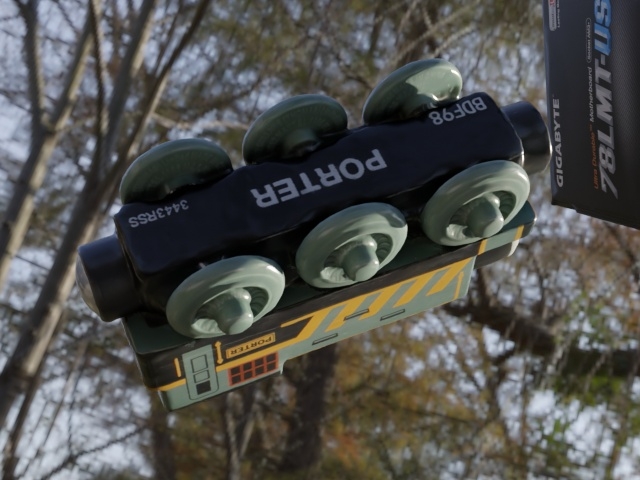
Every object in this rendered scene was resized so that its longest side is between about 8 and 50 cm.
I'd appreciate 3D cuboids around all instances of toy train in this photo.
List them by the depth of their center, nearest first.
[{"bbox_3d":[0.000,0.000,0.765,0.333,0.142,0.190,-20,-31,-14],"label":"toy train"}]

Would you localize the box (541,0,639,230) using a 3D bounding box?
[{"bbox_3d":[0.305,-0.159,1.023,0.073,0.296,0.293,-8,13,-18],"label":"box"}]
